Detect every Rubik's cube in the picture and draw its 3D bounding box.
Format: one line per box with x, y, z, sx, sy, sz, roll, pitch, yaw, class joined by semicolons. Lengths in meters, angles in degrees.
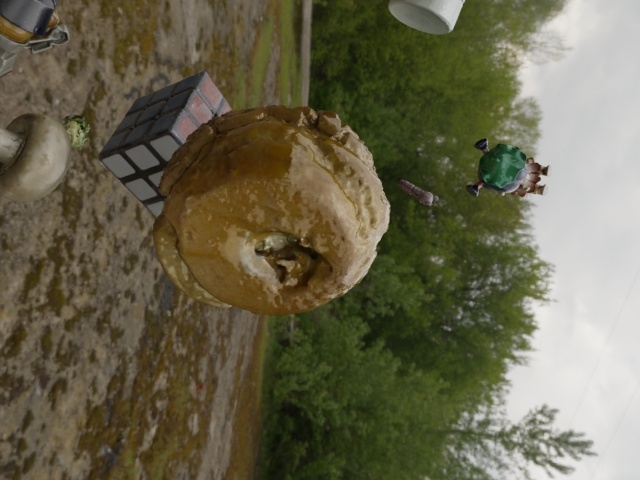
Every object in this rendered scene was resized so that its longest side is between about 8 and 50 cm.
-0.426;-0.280;1.579;0.304;0.300;0.305;55;35;-37;Rubik's cube

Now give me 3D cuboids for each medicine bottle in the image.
0.314;-0.730;1.338;0.190;0.189;0.333;-35;144;-85;medicine bottle

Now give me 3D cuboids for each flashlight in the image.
0.247;-0.122;1.321;0.052;0.110;0.031;-36;149;-37;flashlight

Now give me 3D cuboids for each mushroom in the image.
-0.657;-0.193;1.109;0.204;0.204;0.205;7;90;-86;mushroom

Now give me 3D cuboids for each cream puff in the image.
-0.071;-0.048;0.769;0.342;0.327;0.231;-35;-147;28;cream puff

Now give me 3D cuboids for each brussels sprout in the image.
-0.638;-0.288;1.325;0.058;0.085;0.085;122;-20;-56;brussels sprout

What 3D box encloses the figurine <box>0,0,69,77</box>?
-0.714;-0.511;1.170;0.143;0.308;0.308;53;3;2;figurine

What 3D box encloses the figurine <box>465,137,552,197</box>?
0.377;-0.130;1.027;0.194;0.102;0.112;9;91;-47;figurine
